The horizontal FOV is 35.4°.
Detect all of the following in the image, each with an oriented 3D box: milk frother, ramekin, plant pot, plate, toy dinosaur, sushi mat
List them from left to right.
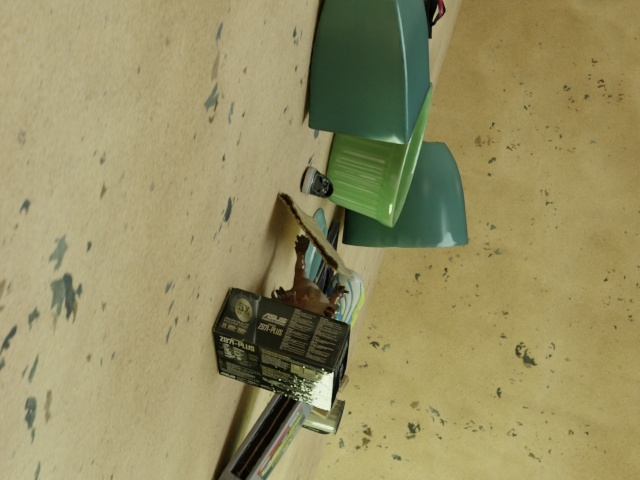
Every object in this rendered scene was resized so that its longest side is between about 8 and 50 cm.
[{"bbox_3d":[-0.055,0.133,1.645,0.200,0.127,0.296,-54,176,-40],"label":"toy dinosaur"},{"bbox_3d":[-0.015,0.028,2.009,0.188,0.024,0.188,17,90,-81],"label":"plate"},{"bbox_3d":[-0.009,0.363,2.301,0.129,0.134,0.143,86,22,-70],"label":"milk frother"},{"bbox_3d":[0.000,0.000,1.695,0.019,0.151,0.316,-35,172,2],"label":"sushi mat"},{"bbox_3d":[0.079,-0.301,1.550,0.234,0.165,0.165,89,18,-44],"label":"plant pot"},{"bbox_3d":[0.117,-0.191,2.036,0.303,0.148,0.303,16,90,-82],"label":"ramekin"},{"bbox_3d":[0.194,-0.110,2.302,0.293,0.293,0.235,-28,118,-79],"label":"plant pot"}]

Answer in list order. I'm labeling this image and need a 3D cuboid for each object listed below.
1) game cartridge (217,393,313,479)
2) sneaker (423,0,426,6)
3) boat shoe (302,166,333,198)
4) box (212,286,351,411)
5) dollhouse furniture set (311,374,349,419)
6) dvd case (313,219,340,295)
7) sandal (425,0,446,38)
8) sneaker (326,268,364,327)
[{"bbox_3d":[-0.088,0.352,1.793,0.294,0.060,0.196,-56,172,-13],"label":"game cartridge"},{"bbox_3d":[0.194,-0.461,2.301,0.091,0.094,0.258,-57,154,-35],"label":"sneaker"},{"bbox_3d":[-0.003,-0.101,1.784,0.142,0.040,0.049,15,91,-82],"label":"boat shoe"},{"bbox_3d":[-0.055,0.157,1.437,0.147,0.180,0.078,91,18,-58],"label":"box"},{"bbox_3d":[-0.013,0.274,2.174,0.151,0.144,0.123,-56,161,-19],"label":"dollhouse furniture set"},{"bbox_3d":[0.005,0.080,2.264,0.221,0.018,0.165,96,14,-53],"label":"dvd case"},{"bbox_3d":[0.262,-0.534,2.240,0.067,0.040,0.179,63,36,-66],"label":"sandal"},{"bbox_3d":[0.036,0.183,2.299,0.126,0.091,0.240,-61,167,-52],"label":"sneaker"}]
